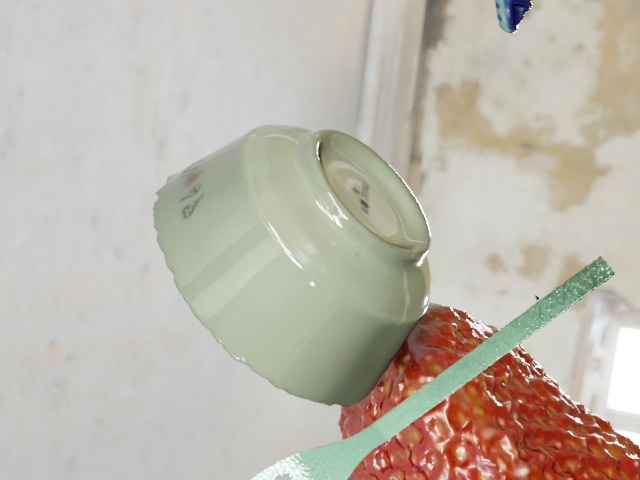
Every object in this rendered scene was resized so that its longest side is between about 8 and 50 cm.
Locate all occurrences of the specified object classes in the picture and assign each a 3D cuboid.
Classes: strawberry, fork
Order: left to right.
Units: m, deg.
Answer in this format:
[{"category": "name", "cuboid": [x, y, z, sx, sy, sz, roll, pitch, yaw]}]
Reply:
[{"category": "fork", "cuboid": [0.043, 0.078, 0.676, 0.235, 0.039, 0.021, -39, -179, 23]}, {"category": "strawberry", "cuboid": [0.131, 0.209, 1.177, 0.351, 0.267, 0.312, 60, 20, -12]}]

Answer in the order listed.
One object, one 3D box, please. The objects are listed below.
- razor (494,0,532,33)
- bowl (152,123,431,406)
[{"category": "razor", "cuboid": [0.082, -0.143, 0.485, 0.155, 0.028, 0.044, -68, 166, 3]}, {"category": "bowl", "cuboid": [0.000, 0.000, 1.021, 0.112, 0.211, 0.211, -41, -179, 25]}]
